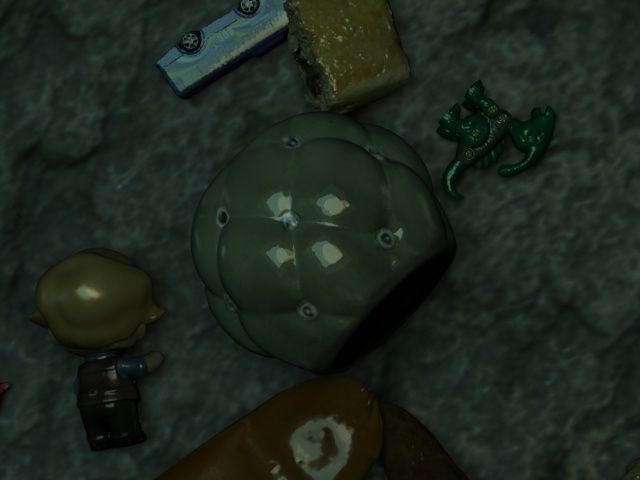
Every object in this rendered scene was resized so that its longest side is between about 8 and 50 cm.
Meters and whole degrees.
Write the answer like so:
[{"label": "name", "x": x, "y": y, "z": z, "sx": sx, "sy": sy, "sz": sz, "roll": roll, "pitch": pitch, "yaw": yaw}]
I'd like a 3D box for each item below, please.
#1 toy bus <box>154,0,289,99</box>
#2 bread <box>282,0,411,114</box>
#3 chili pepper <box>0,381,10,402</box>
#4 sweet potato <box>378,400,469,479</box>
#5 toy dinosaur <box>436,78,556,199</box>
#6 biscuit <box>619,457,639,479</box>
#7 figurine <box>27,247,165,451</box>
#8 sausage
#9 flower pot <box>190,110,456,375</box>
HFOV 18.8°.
[{"label": "toy bus", "x": -0.091, "y": -0.200, "z": 1.930, "sx": 0.153, "sy": 0.051, "sz": 0.061, "roll": -31, "pitch": 90, "yaw": 4}, {"label": "bread", "x": 0.024, "y": -0.187, "z": 1.883, "sx": 0.106, "sy": 0.082, "sz": 0.125, "roll": -18, "pitch": 86, "yaw": -22}, {"label": "chili pepper", "x": -0.388, "y": 0.200, "z": 1.925, "sx": 0.191, "sy": 0.050, "sz": 0.059, "roll": -38, "pitch": 74, "yaw": -9}, {"label": "sweet potato", "x": 0.124, "y": 0.308, "z": 1.793, "sx": 0.114, "sy": 0.092, "sz": 0.341, "roll": -15, "pitch": 78, "yaw": 25}, {"label": "toy dinosaur", "x": 0.162, "y": -0.095, "z": 1.866, "sx": 0.096, "sy": 0.059, "sz": 0.132, "roll": 40, "pitch": 82, "yaw": 8}, {"label": "biscuit", "x": 0.321, "y": 0.325, "z": 1.760, "sx": 0.179, "sy": 0.084, "sz": 0.281, "roll": -17, "pitch": 77, "yaw": 12}, {"label": "figurine", "x": -0.209, "y": 0.105, "z": 1.890, "sx": 0.114, "sy": 0.108, "sz": 0.196, "roll": -12, "pitch": 95, "yaw": 33}, {"label": "sausage", "x": -0.085, "y": 0.253, "z": 1.829, "sx": 0.354, "sy": 0.116, "sz": 0.134, "roll": -33, "pitch": 63, "yaw": 1}, {"label": "flower pot", "x": 0.000, "y": 0.000, "z": 1.788, "sx": 0.195, "sy": 0.246, "sz": 0.246, "roll": 44, "pitch": 91, "yaw": 13}]
